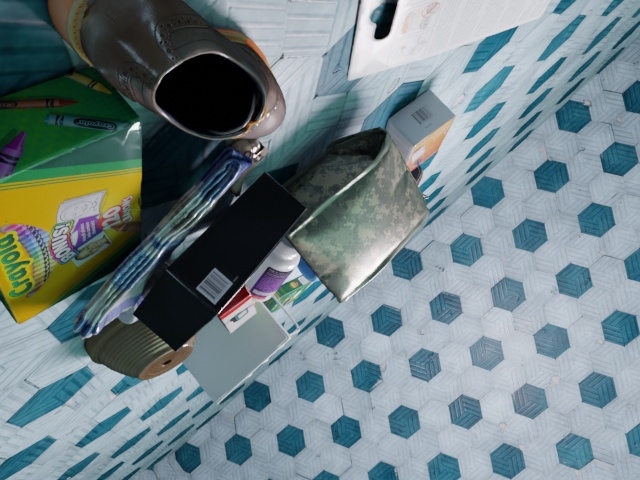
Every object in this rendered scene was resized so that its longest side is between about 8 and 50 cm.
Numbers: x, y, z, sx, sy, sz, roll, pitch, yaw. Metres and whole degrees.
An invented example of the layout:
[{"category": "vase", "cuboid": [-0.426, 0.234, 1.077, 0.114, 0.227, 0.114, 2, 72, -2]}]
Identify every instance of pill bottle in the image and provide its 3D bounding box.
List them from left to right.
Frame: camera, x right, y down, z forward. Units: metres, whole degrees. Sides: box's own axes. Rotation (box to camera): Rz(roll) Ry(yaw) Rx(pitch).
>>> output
[{"category": "pill bottle", "cuboid": [-0.288, 0.082, 0.953, 0.137, 0.078, 0.078, -28, 162, -46]}, {"category": "pill bottle", "cuboid": [-0.114, 0.047, 1.272, 0.108, 0.108, 0.193, -25, 161, -50]}]

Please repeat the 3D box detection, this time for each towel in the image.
[{"category": "towel", "cuboid": [-0.191, -0.004, 0.721, 0.285, 0.034, 0.209, -48, -174, 3]}]

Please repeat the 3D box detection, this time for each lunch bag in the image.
[{"category": "lunch bag", "cuboid": [0.066, -0.063, 1.108, 0.287, 0.169, 0.235, -39, 130, -2]}]

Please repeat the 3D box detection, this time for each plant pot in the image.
[{"category": "plant pot", "cuboid": [-0.330, 0.199, 1.099, 0.237, 0.110, 0.237, -33, 162, -12]}]

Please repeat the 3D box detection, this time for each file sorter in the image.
[{"category": "file sorter", "cuboid": [-0.225, 0.279, 1.553, 0.277, 0.193, 0.173, -43, 170, 8]}]

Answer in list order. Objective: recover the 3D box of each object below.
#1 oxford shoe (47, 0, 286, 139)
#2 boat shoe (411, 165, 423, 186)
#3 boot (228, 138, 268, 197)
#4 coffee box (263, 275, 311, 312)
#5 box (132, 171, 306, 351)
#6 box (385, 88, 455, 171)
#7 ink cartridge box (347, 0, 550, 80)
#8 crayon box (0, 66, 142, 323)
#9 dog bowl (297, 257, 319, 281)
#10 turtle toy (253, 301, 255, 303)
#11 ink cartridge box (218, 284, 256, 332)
[{"category": "oxford shoe", "cuboid": [-0.110, -0.147, 0.575, 0.130, 0.133, 0.363, -44, 167, 13]}, {"category": "boat shoe", "cuboid": [0.171, -0.124, 1.547, 0.285, 0.103, 0.092, -35, 172, 1]}, {"category": "boot", "cuboid": [-0.118, -0.118, 0.862, 0.087, 0.042, 0.118, -42, 168, -5]}, {"category": "coffee box", "cuboid": [-0.115, 0.181, 1.870, 0.184, 0.040, 0.113, -24, 159, -53]}, {"category": "box", "cuboid": [-0.160, 0.032, 0.896, 0.184, 0.103, 0.261, -44, -174, 48]}, {"category": "box", "cuboid": [0.222, -0.246, 1.298, 0.130, 0.091, 0.170, -38, 167, -13]}, {"category": "ink cartridge box", "cuboid": [0.214, -0.413, 0.823, 0.385, 0.091, 0.308, -21, 164, -10]}, {"category": "crayon box", "cuboid": [-0.281, -0.033, 0.577, 0.165, 0.081, 0.278, -34, 166, -31]}, {"category": "dog bowl", "cuboid": [0.000, 0.000, 1.349, 0.074, 0.166, 0.297, -22, 161, -24]}, {"category": "turtle toy", "cuboid": [-0.221, 0.160, 1.400, 0.130, 0.066, 0.095, 12, 121, -42]}, {"category": "ink cartridge box", "cuboid": [-0.204, 0.097, 1.120, 0.078, 0.134, 0.231, -37, 166, -14]}]
